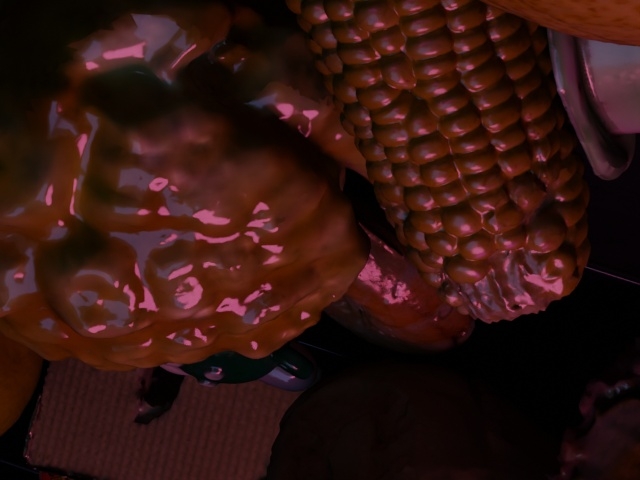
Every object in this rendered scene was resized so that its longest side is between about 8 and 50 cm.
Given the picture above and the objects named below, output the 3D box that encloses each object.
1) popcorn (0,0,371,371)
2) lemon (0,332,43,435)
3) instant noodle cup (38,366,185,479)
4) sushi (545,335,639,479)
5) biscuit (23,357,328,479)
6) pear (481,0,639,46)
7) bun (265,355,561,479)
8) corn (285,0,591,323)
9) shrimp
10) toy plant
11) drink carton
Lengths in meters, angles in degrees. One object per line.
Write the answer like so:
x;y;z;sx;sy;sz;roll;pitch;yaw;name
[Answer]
-0.110;-0.062;1.048;0.335;0.279;0.274;-18;153;30;popcorn
-0.327;0.099;1.529;0.184;0.184;0.248;24;161;-5;lemon
-0.139;0.237;1.653;0.193;0.193;0.212;12;157;15;instant noodle cup
0.298;0.179;1.223;0.270;0.237;0.171;3;154;22;sushi
-0.123;0.148;1.524;0.250;0.147;0.046;10;175;17;biscuit
0.128;-0.200;0.687;0.271;0.271;0.271;16;150;9;pear
0.122;0.243;1.366;0.202;0.364;0.364;-30;132;11;bun
0.049;-0.124;0.888;0.130;0.130;0.347;-8;110;40;corn
0.000;0.000;1.291;0.152;0.063;0.287;6;150;50;shrimp
-0.105;0.036;1.334;0.243;0.112;0.232;27;170;37;toy plant
0.202;-0.115;0.897;0.142;0.144;0.146;-2;144;24;drink carton
